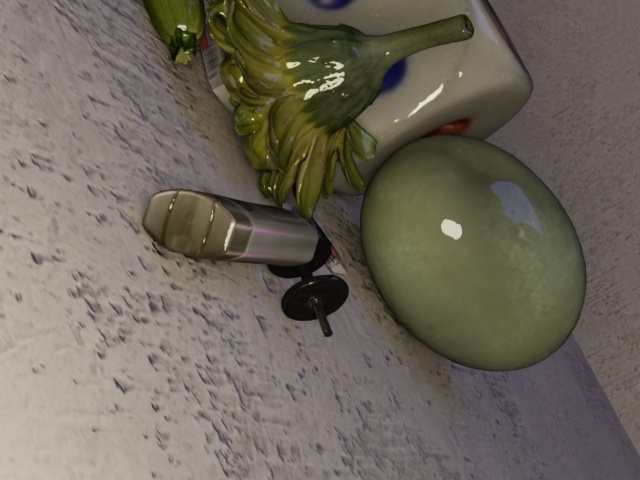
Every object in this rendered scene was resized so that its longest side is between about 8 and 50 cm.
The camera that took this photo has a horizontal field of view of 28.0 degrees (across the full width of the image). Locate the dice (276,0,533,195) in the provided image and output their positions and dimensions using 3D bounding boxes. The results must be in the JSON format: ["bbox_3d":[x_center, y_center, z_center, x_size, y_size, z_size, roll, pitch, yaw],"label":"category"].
[{"bbox_3d":[0.087,-0.259,1.754,0.304,0.304,0.277,63,14,15],"label":"dice"}]

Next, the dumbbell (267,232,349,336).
[{"bbox_3d":[-0.013,0.036,1.275,0.069,0.069,0.147,42,22,-51],"label":"dumbbell"}]

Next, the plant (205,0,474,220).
[{"bbox_3d":[-0.009,-0.207,1.436,0.261,0.297,0.306,48,21,22],"label":"plant"}]

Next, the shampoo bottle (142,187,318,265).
[{"bbox_3d":[-0.074,-0.009,1.142,0.086,0.056,0.227,17,3,18],"label":"shampoo bottle"}]

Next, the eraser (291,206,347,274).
[{"bbox_3d":[0.000,0.000,1.503,0.099,0.019,0.027,56,14,-17],"label":"eraser"}]

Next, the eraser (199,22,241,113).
[{"bbox_3d":[-0.114,-0.204,1.508,0.052,0.029,0.122,47,19,-43],"label":"eraser"}]

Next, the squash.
[{"bbox_3d":[-0.173,-0.292,1.417,0.066,0.066,0.252,33,30,-61],"label":"squash"}]

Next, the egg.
[{"bbox_3d":[0.199,0.019,1.656,0.352,0.258,0.258,44,19,-23],"label":"egg"}]
